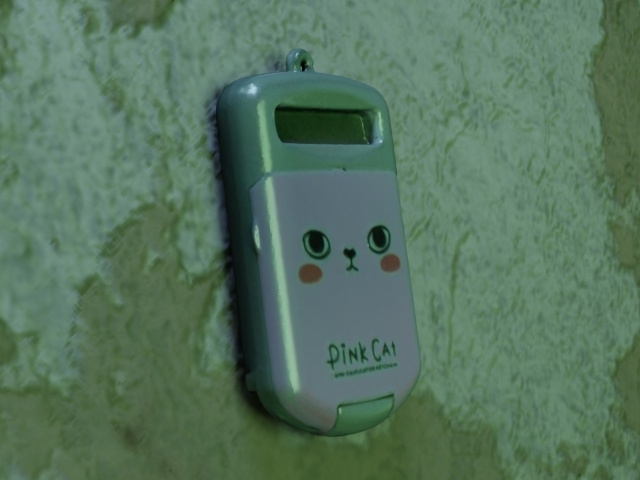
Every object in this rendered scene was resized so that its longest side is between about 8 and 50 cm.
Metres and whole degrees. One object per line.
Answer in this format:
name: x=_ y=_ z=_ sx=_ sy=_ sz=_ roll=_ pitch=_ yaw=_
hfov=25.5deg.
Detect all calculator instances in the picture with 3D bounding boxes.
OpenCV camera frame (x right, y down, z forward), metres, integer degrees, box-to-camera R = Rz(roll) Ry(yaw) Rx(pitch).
calculator: x=0.000 y=0.000 z=0.892 sx=0.141 sy=0.045 sz=0.246 roll=-2 pitch=83 yaw=-47
